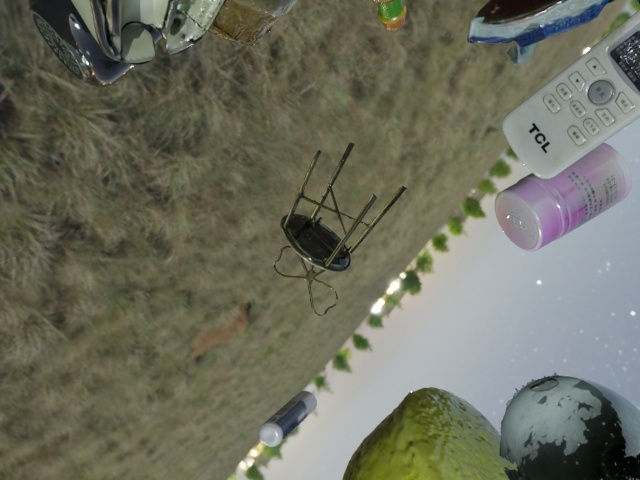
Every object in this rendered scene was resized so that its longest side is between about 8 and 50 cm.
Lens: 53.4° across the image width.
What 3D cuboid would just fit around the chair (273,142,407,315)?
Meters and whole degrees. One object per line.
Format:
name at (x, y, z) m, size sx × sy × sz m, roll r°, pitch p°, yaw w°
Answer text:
chair at (0.000, 0.000, 1.135) m, size 0.326 × 0.160 × 0.170 m, roll -55°, pitch 163°, yaw 27°

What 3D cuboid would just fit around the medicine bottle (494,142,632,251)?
medicine bottle at (0.520, -0.096, 1.373) m, size 0.254 × 0.152 × 0.152 m, roll -27°, pitch 166°, yaw -15°

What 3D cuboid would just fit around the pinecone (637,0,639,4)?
pinecone at (0.555, -0.334, 0.813) m, size 0.292 × 0.246 × 0.246 m, roll 1°, pitch -139°, yaw 52°

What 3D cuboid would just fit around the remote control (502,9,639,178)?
remote control at (0.281, -0.146, 0.655) m, size 0.190 × 0.087 × 0.029 m, roll -38°, pitch 169°, yaw 31°

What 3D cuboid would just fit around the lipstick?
lipstick at (-0.050, 0.279, 1.004) m, size 0.040 × 0.040 × 0.141 m, roll -53°, pitch 167°, yaw 20°

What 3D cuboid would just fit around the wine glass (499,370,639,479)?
wine glass at (0.413, 0.313, 0.918) m, size 0.357 × 0.190 × 0.190 m, roll 26°, pitch 108°, yaw -40°

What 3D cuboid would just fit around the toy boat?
toy boat at (0.360, -0.356, 0.999) m, size 0.262 × 0.114 × 0.115 m, roll -25°, pitch 140°, yaw 12°

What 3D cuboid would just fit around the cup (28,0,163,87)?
cup at (-0.340, -0.343, 0.982) m, size 0.176 × 0.169 × 0.223 m, roll -44°, pitch -152°, yaw -15°

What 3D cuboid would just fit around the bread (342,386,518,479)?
bread at (0.221, 0.492, 1.261) m, size 0.308 × 0.348 × 0.348 m, roll -47°, pitch 175°, yaw 27°

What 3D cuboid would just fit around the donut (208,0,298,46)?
donut at (-0.190, -0.511, 1.188) m, size 0.160 × 0.330 × 0.330 m, roll -43°, pitch 179°, yaw 39°

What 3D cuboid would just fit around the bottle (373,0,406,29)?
bottle at (0.090, -0.376, 0.910) m, size 0.069 × 0.069 × 0.187 m, roll -49°, pitch 150°, yaw -9°

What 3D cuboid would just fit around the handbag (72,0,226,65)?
handbag at (-0.209, -0.367, 0.550) m, size 0.160 × 0.358 × 0.237 m, roll -26°, pitch 170°, yaw -29°
